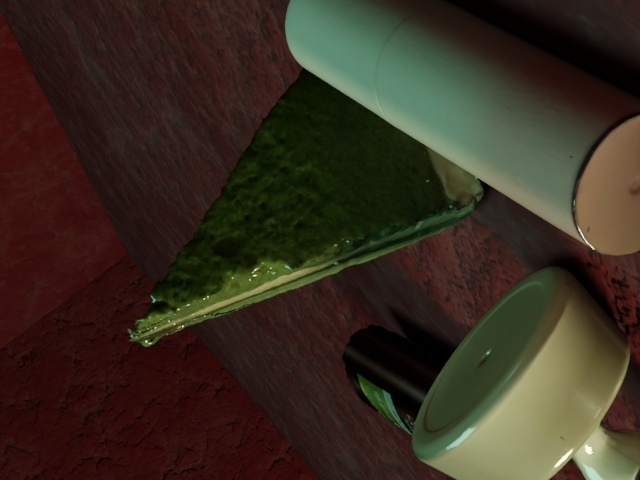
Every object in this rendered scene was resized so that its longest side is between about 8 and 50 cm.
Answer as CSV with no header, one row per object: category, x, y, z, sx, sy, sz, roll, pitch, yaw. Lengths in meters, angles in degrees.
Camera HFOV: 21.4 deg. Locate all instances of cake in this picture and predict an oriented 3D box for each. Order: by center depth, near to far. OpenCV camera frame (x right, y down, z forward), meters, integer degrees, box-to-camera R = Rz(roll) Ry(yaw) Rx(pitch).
cake,-0.005,0.003,1.299,0.172,0.283,0.158,35,167,5

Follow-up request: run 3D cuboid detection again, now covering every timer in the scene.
timer,0.221,0.164,1.249,0.266,0.175,0.175,38,171,-8

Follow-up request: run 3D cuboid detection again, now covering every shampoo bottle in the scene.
shampoo bottle,0.132,0.177,1.734,0.129,0.084,0.323,55,169,-24

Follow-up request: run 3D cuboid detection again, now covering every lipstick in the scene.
lipstick,0.092,-0.093,1.049,0.327,0.087,0.087,39,162,51
